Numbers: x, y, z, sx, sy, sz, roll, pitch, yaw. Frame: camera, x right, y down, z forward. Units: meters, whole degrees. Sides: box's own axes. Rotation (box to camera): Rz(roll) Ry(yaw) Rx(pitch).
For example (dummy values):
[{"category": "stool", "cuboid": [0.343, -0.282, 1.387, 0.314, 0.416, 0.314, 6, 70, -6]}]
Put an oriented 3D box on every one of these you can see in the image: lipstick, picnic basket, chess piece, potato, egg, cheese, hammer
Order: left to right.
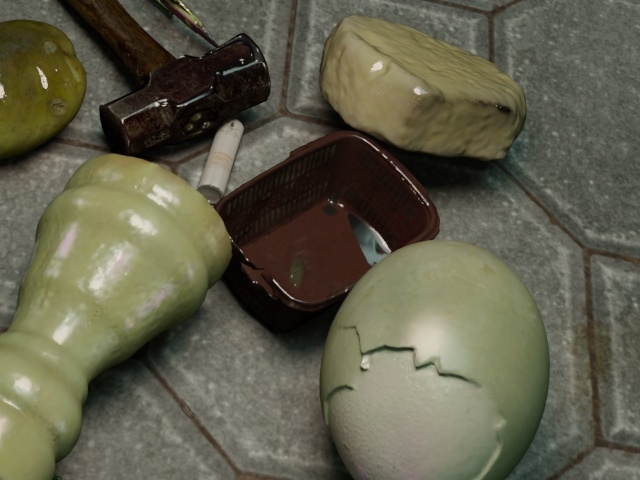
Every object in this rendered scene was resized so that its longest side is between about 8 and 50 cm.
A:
[{"category": "potato", "cuboid": [-0.426, -0.206, 1.949, 0.228, 0.149, 0.197, -18, 45, -25]}, {"category": "chess piece", "cuboid": [-0.302, 0.117, 1.685, 0.234, 0.234, 0.442, 28, 53, 6]}, {"category": "hammer", "cuboid": [-0.278, -0.291, 2.097, 0.242, 0.095, 0.409, -31, 56, -20]}, {"category": "lipstick", "cuboid": [-0.140, -0.114, 2.031, 0.040, 0.040, 0.141, 16, 49, -4]}, {"category": "picnic basket", "cuboid": [0.000, 0.000, 1.925, 0.296, 0.129, 0.222, -32, 68, -34]}, {"category": "cheese", "cuboid": [0.146, -0.213, 2.076, 0.318, 0.115, 0.326, 24, 24, 0]}, {"category": "egg", "cuboid": [0.133, 0.173, 1.726, 0.278, 0.278, 0.336, 18, 44, -3]}]

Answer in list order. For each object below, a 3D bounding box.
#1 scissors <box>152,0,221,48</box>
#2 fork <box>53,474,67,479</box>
[{"category": "scissors", "cuboid": [-0.194, -0.331, 2.151, 0.187, 0.133, 0.020, 45, 79, 3]}, {"category": "fork", "cuboid": [-0.221, 0.317, 1.676, 0.235, 0.021, 0.039, 22, 45, 3]}]
